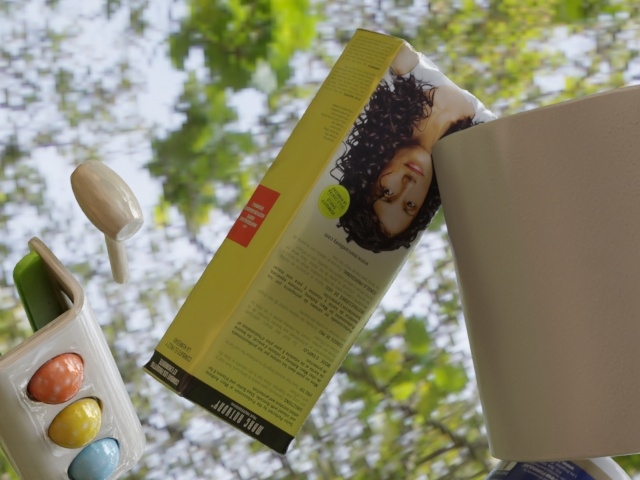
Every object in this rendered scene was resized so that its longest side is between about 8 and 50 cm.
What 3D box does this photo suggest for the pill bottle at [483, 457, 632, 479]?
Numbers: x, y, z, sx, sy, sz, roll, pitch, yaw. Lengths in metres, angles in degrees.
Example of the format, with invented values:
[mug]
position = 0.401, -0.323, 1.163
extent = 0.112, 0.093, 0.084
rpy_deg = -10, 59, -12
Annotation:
[pill bottle]
position = 0.107, 0.198, 1.035
extent = 0.094, 0.169, 0.094
rpy_deg = 35, -25, 20

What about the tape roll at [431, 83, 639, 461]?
[tape roll]
position = 0.190, 0.009, 0.914
extent = 0.246, 0.246, 0.169
rpy_deg = -12, -93, 31

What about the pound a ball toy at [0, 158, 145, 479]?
[pound a ball toy]
position = -0.222, 0.103, 1.639
extent = 0.136, 0.208, 0.319
rpy_deg = 46, -18, 30

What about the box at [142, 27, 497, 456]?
[box]
position = 0.000, 0.000, 1.010
extent = 0.232, 0.087, 0.058
rpy_deg = -58, -147, -3
